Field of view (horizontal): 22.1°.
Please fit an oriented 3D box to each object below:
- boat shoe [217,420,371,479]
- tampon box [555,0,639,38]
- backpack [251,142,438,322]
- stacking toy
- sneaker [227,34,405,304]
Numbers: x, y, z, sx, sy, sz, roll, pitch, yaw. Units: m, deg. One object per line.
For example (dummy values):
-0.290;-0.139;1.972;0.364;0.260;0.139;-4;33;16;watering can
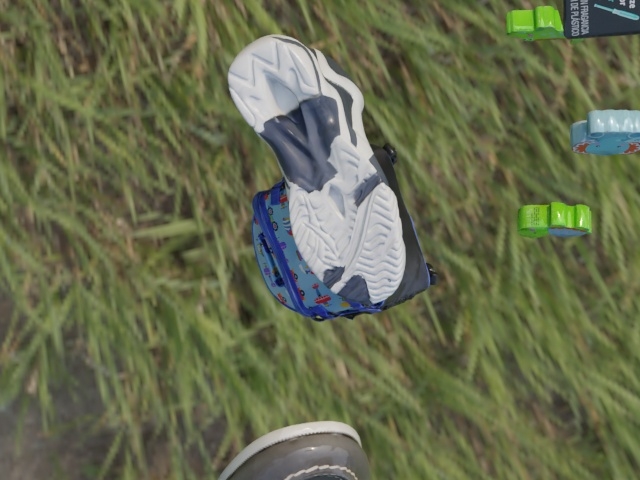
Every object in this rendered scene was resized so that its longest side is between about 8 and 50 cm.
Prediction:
-0.031;0.236;1.118;0.112;0.095;0.335;-5;147;-22;boat shoe
0.183;-0.168;0.737;0.161;0.101;0.120;-5;118;5;tampon box
0.000;0.000;1.530;0.117;0.173;0.158;-24;99;-42;backpack
0.239;-0.075;1.148;0.221;0.167;0.052;2;160;-6;stacking toy
0.012;-0.069;1.379;0.094;0.153;0.235;-31;95;19;sneaker
